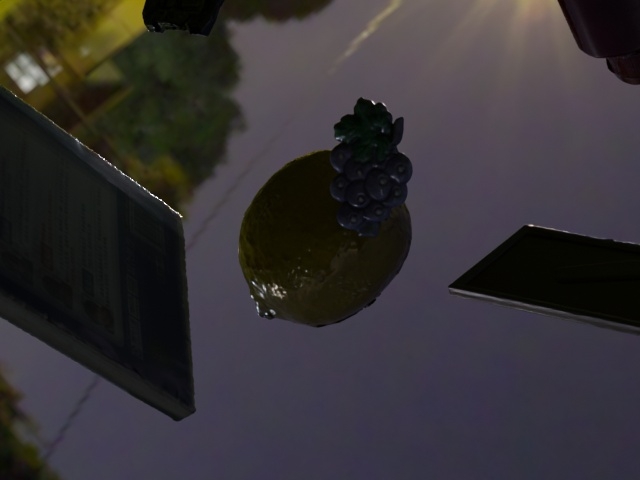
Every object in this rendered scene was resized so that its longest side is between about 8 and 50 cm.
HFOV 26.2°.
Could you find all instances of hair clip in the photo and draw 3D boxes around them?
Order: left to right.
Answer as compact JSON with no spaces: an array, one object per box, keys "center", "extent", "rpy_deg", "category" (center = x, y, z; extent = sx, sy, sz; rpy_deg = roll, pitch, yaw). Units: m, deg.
[{"center":[0.073,-0.100,1.899],"extent":[0.124,0.195,0.052],"rpy_deg":[5,-164,23],"category":"hair clip"}]

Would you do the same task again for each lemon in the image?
[{"center":[0.000,0.000,2.093],"extent":[0.310,0.253,0.253],"rpy_deg":[-46,-167,13],"category":"lemon"}]

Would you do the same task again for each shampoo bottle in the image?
[{"center":[0.254,-0.227,1.196],"extent":[0.102,0.260,0.064],"rpy_deg":[-28,-124,11],"category":"shampoo bottle"}]

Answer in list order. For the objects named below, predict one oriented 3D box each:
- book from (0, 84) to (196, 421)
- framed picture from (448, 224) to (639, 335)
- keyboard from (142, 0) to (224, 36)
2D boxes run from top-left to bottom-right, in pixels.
[{"center":[-0.214,-0.023,1.004],"extent":[0.018,0.322,0.228],"rpy_deg":[-36,-143,23],"category":"book"},{"center":[0.296,0.040,1.554],"extent":[0.250,0.016,0.184],"rpy_deg":[11,-150,34],"category":"framed picture"},{"center":[-0.068,-0.274,0.993],"extent":[0.106,0.016,0.262],"rpy_deg":[14,-93,51],"category":"keyboard"}]
